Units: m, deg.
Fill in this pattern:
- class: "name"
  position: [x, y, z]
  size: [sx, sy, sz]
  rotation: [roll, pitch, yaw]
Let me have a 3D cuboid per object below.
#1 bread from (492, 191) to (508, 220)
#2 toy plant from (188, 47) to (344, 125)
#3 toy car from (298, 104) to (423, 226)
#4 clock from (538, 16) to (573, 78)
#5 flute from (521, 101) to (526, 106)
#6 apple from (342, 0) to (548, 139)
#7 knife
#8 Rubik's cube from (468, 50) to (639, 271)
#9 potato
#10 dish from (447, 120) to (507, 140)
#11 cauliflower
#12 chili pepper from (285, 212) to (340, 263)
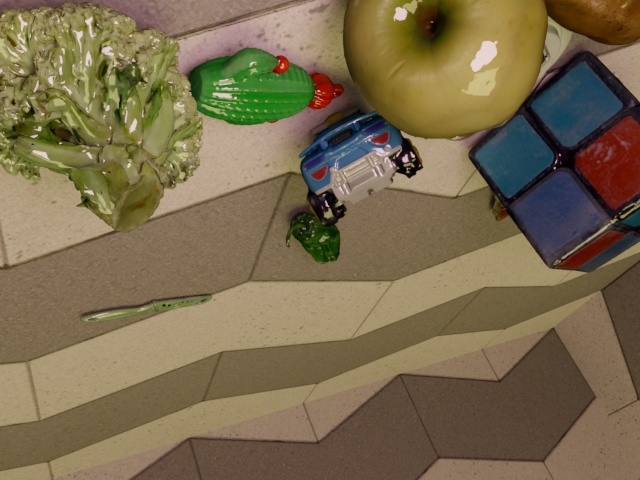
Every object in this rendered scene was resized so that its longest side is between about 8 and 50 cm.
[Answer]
- class: "bread"
  position: [0.508, -0.118, 1.560]
  size: [0.136, 0.054, 0.154]
  rotation: [-25, 158, 4]
- class: "toy plant"
  position: [-0.082, -0.213, 0.886]
  size: [0.154, 0.088, 0.240]
  rotation: [-25, 166, 28]
- class: "toy car"
  position: [0.061, -0.142, 1.054]
  size: [0.198, 0.166, 0.314]
  rotation: [-28, -178, 11]
- class: "clock"
  position: [0.348, -0.325, 1.066]
  size: [0.236, 0.053, 0.236]
  rotation: [-19, 151, -11]
- class: "flute"
  position: [0.325, -0.250, 1.221]
  size: [0.269, 0.014, 0.014]
  rotation: [-16, 152, -16]
- class: "apple"
  position: [0.164, -0.269, 0.792]
  size: [0.279, 0.279, 0.279]
  rotation: [-19, 152, -10]
- class: "knife"
  position: [-0.382, 0.150, 1.358]
  size: [0.293, 0.020, 0.043]
  rotation: [-6, 146, -33]
- class: "Rubik's cube"
  position: [0.555, -0.142, 1.261]
  size: [0.318, 0.316, 0.313]
  rotation: [-43, 151, 27]
- class: "potato"
  position: [0.414, -0.404, 0.873]
  size: [0.369, 0.176, 0.195]
  rotation: [7, 167, -39]
- class: "dish"
  position: [0.250, -0.239, 1.031]
  size: [0.213, 0.090, 0.213]
  rotation: [-3, 154, -1]
- class: "cauliflower"
  position: [-0.258, -0.131, 0.708]
  size: [0.275, 0.250, 0.272]
  rotation: [-16, 154, -25]
- class: "chili pepper"
  position: [-0.005, -0.002, 1.330]
  size: [0.100, 0.074, 0.257]
  rotation: [-28, 153, 7]
